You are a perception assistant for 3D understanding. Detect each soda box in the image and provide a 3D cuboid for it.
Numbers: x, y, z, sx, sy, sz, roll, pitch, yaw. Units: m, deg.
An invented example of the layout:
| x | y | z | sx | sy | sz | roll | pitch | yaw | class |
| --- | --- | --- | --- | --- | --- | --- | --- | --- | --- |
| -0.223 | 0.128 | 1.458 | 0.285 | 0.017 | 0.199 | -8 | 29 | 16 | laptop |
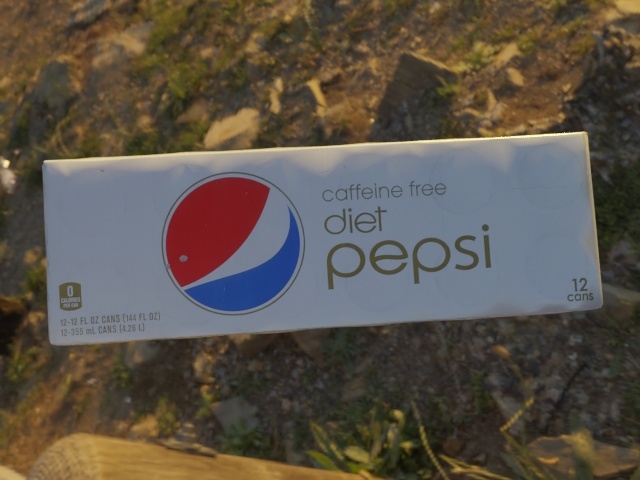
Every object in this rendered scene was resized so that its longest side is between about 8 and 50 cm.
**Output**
| x | y | z | sx | sy | sz | roll | pitch | yaw | class |
| --- | --- | --- | --- | --- | --- | --- | --- | --- | --- |
| 0.000 | 0.000 | 0.368 | 0.069 | 0.216 | 0.074 | 143 | 124 | -84 | soda box |
